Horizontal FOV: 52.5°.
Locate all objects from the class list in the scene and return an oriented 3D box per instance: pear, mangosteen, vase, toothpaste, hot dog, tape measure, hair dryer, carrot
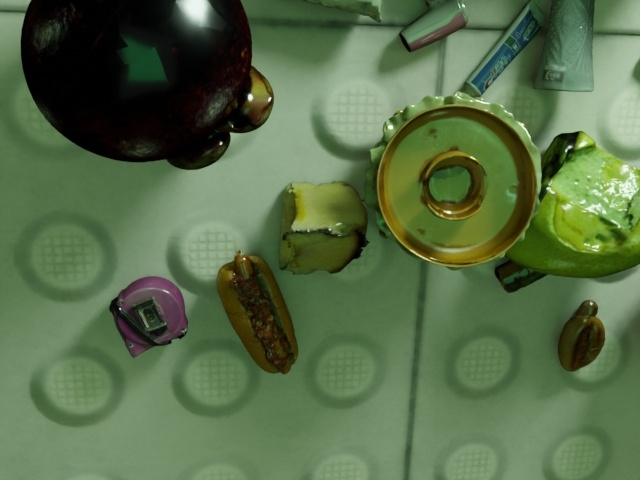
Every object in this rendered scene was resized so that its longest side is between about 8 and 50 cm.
[{"bbox_3d":[0.458,-0.025,1.084,0.255,0.164,0.238,30,89,3],"label":"pear"},{"bbox_3d":[-0.226,-0.231,0.887,0.307,0.307,0.347,-36,138,2],"label":"mangosteen"},{"bbox_3d":[0.407,-0.355,1.056,0.096,0.096,0.219,-1,105,-10],"label":"vase"},{"bbox_3d":[0.299,-0.306,1.080,0.057,0.035,0.197,36,97,-35],"label":"toothpaste"},{"bbox_3d":[0.507,0.187,1.265,0.090,0.060,0.140,-3,115,-13],"label":"hot dog"},{"bbox_3d":[-0.107,0.129,1.122,0.102,0.076,0.249,-19,111,0],"label":"hot dog"},{"bbox_3d":[-0.283,0.125,1.088,0.118,0.074,0.125,-25,112,-3],"label":"tape measure"},{"bbox_3d":[0.157,-0.389,1.027,0.106,0.054,0.154,-25,100,3],"label":"hair dryer"},{"bbox_3d":[0.443,0.018,1.194,0.260,0.070,0.070,-29,110,1],"label":"carrot"}]

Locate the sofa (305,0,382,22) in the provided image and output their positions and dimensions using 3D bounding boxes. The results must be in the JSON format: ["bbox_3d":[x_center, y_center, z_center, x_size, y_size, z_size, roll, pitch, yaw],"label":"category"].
[{"bbox_3d":[0.026,-0.445,0.909,0.210,0.176,0.225,11,105,-14],"label":"sofa"}]

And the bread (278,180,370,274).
[{"bbox_3d":[0.000,0.000,1.054,0.140,0.160,0.169,2,107,-11],"label":"bread"}]

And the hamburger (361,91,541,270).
[{"bbox_3d":[0.203,-0.097,1.031,0.274,0.212,0.274,1,101,5],"label":"hamburger"}]
